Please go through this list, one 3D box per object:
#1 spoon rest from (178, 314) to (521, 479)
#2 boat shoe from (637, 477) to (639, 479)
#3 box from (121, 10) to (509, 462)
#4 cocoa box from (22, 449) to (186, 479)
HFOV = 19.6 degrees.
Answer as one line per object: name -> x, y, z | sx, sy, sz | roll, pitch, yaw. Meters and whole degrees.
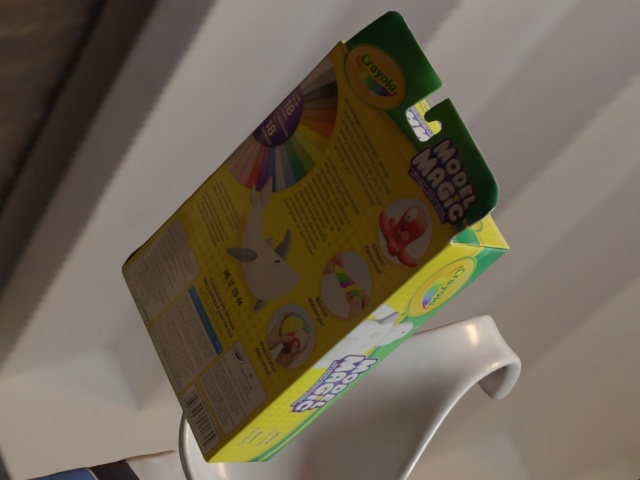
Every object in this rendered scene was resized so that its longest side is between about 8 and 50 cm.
spoon rest -> 0.029, 0.108, 1.183 | 0.276, 0.137, 0.084 | -23, 162, -39
boat shoe -> 0.125, 0.176, 0.562 | 0.367, 0.136, 0.156 | -35, 134, -19
box -> 0.000, 0.000, 0.758 | 0.043, 0.105, 0.179 | 5, 140, -47
cocoa box -> -0.195, 0.340, 1.206 | 0.347, 0.231, 0.228 | -49, 155, 25
